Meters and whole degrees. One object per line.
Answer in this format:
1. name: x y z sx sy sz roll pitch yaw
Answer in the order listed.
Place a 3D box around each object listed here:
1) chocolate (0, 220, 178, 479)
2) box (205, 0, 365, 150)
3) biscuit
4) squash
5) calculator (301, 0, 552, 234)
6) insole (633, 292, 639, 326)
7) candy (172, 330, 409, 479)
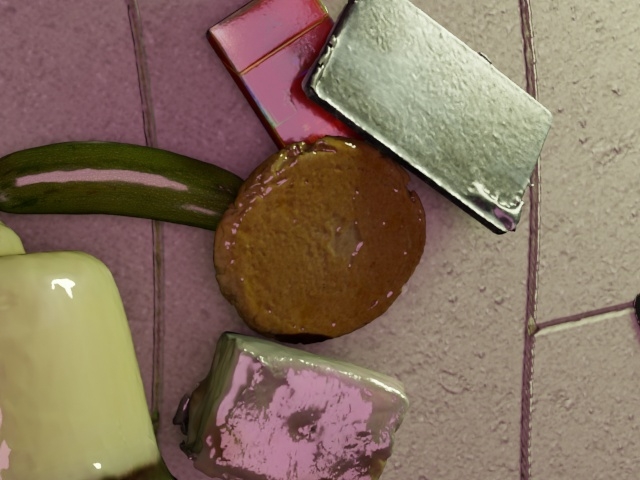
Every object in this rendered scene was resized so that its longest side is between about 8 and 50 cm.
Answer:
1. chocolate: -0.294 0.124 1.135 0.314 0.326 0.297 -10 100 -44
2. box: -0.020 -0.161 1.318 0.112 0.048 0.175 -35 100 -8
3. biscuit: 0.000 0.000 1.309 0.226 0.042 0.226 -9 113 -23
4. squash: -0.187 -0.053 1.280 0.318 0.071 0.080 6 130 -16
5. calculator: 0.115 -0.133 1.325 0.262 0.021 0.161 36 61 -18
6. insole: 0.369 0.124 1.447 0.053 0.002 0.152 -22 98 -10
7. candy: -0.031 0.170 1.278 0.195 0.185 0.137 18 85 -9
